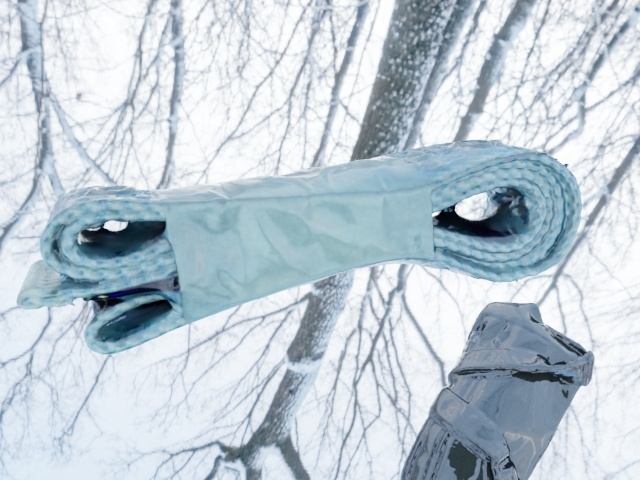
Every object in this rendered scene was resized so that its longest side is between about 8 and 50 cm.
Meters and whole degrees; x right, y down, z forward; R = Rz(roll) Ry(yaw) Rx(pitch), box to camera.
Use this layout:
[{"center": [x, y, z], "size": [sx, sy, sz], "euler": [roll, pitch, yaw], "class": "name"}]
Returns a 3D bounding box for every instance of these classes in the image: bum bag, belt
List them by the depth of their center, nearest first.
[{"center": [0.000, 0.000, 0.348], "size": [0.302, 0.087, 0.072], "euler": [-9, -161, -16], "class": "belt"}, {"center": [0.191, 0.192, 0.684], "size": [0.142, 0.080, 0.326], "euler": [18, -123, 29], "class": "bum bag"}]
